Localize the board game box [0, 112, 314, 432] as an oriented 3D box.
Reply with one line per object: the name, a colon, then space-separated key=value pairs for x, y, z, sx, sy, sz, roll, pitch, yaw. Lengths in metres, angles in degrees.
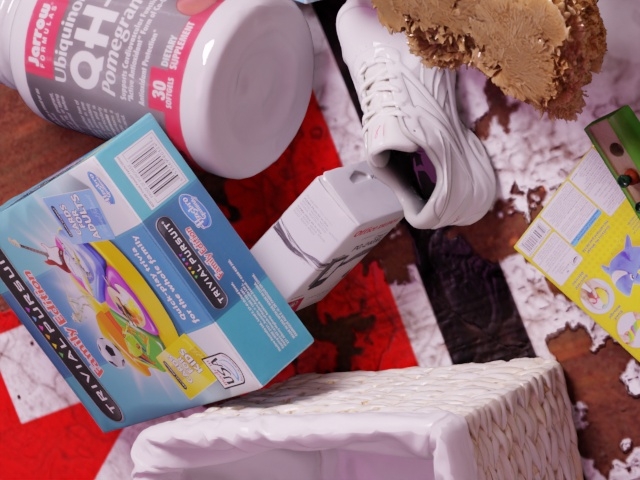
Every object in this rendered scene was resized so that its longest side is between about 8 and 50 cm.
board game box: x=-0.186 y=0.045 z=1.716 sx=0.254 sy=0.079 sz=0.336 roll=55 pitch=147 yaw=-8

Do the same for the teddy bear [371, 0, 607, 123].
teddy bear: x=0.107 y=-0.235 z=1.491 sx=0.338 sy=0.113 sz=0.245 roll=24 pitch=134 yaw=41

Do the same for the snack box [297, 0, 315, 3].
snack box: x=-0.117 y=-0.355 z=1.694 sx=0.322 sy=0.060 sz=0.187 roll=20 pitch=113 yaw=26

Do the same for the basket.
basket: x=0.054 y=0.284 z=1.625 sx=0.328 sy=0.266 sz=0.331 roll=-6 pitch=99 yaw=32

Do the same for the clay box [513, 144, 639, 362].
clay box: x=0.289 y=0.029 z=1.545 sx=0.222 sy=0.053 sz=0.127 roll=43 pitch=121 yaw=14

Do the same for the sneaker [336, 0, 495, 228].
sneaker: x=0.073 y=-0.115 z=1.604 sx=0.090 sy=0.115 sz=0.232 roll=-30 pitch=85 yaw=33

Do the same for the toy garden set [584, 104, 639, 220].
toy garden set: x=0.338 y=-0.039 z=1.398 sx=0.244 sy=0.049 sz=0.204 roll=-26 pitch=99 yaw=48

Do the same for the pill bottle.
pill bottle: x=-0.179 y=-0.178 z=1.702 sx=0.318 sy=0.176 sz=0.176 roll=18 pitch=111 yaw=31

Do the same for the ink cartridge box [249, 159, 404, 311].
ink cartridge box: x=0.000 y=0.000 z=1.680 sx=0.063 sy=0.109 sz=0.150 roll=51 pitch=122 yaw=12
